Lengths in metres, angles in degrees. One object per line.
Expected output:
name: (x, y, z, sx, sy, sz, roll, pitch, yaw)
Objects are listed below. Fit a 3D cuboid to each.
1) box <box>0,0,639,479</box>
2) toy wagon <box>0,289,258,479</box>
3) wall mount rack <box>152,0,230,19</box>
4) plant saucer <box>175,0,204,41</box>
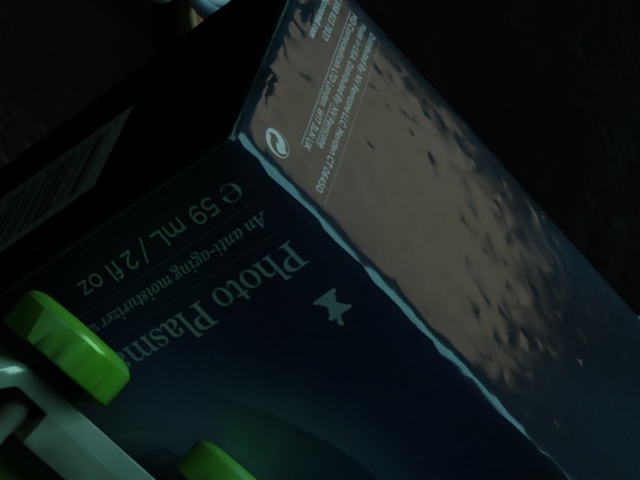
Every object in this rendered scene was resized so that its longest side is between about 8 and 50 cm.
box: (-0.030, 0.072, 0.991, 0.294, 0.296, 0.183, 45, 33, -20)
toy wagon: (-0.173, 0.144, 0.801, 0.344, 0.267, 0.068, 47, -11, -36)
wall mount rack: (-0.110, -0.218, 1.259, 0.350, 0.130, 0.304, 19, 48, -52)
plant saucer: (-0.041, -0.115, 1.455, 0.200, 0.037, 0.200, 40, 34, -35)
